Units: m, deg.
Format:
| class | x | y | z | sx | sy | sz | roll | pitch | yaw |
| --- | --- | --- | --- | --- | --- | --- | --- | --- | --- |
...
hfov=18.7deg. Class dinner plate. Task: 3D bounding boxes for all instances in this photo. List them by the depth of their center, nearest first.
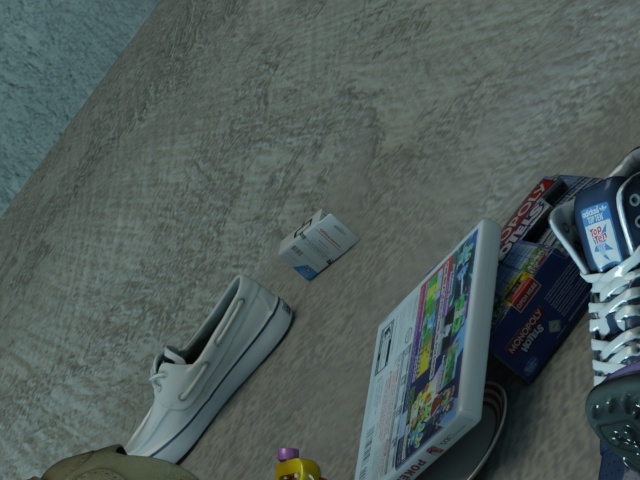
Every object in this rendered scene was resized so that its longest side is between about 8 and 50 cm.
| class | x | y | z | sx | sy | sz | roll | pitch | yaw |
| --- | --- | --- | --- | --- | --- | --- | --- | --- | --- |
| dinner plate | 0.105 | 0.175 | 1.582 | 0.141 | 0.017 | 0.141 | -42 | 20 | 19 |

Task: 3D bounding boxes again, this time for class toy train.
| class | x | y | z | sx | sy | sz | roll | pitch | yaw |
| --- | --- | --- | --- | --- | --- | --- | --- | --- | --- |
| toy train | -0.015 | 0.251 | 1.677 | 0.166 | 0.046 | 0.125 | 29 | 106 | 61 |

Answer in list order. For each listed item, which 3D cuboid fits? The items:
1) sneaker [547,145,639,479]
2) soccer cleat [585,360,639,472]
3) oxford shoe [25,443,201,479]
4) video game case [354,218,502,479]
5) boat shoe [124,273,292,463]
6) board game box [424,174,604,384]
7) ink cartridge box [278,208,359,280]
| class | x | y | z | sx | sy | sz | roll | pitch | yaw |
| --- | --- | --- | --- | --- | --- | --- | --- | --- | --- |
| sneaker | 0.215 | 0.060 | 1.336 | 0.099 | 0.153 | 0.282 | -25 | 31 | 52 |
| soccer cleat | 0.304 | 0.073 | 1.170 | 0.318 | 0.108 | 0.116 | -18 | 33 | 44 |
| oxford shoe | -0.149 | 0.263 | 1.748 | 0.146 | 0.140 | 0.397 | -36 | 30 | -22 |
| video game case | 0.088 | 0.106 | 1.605 | 0.183 | 0.023 | 0.201 | -49 | 23 | 46 |
| boat shoe | -0.143 | 0.147 | 2.100 | 0.258 | 0.084 | 0.095 | -51 | 19 | -3 |
| board game box | 0.175 | 0.017 | 1.663 | 0.194 | 0.060 | 0.194 | -53 | 19 | -9 |
| ink cartridge box | 0.000 | 0.000 | 2.116 | 0.083 | 0.048 | 0.028 | -38 | 22 | 29 |
